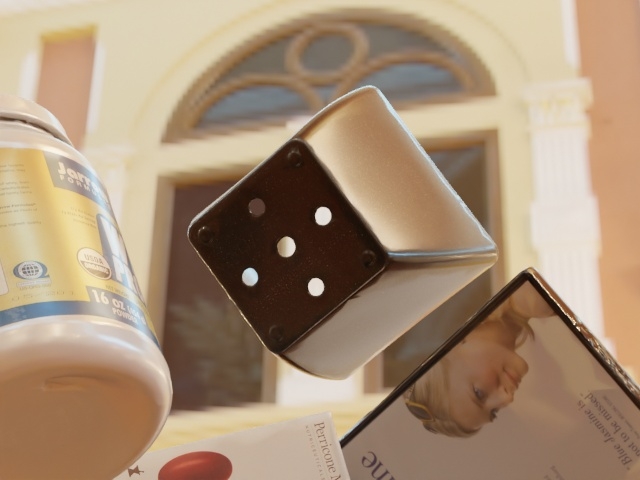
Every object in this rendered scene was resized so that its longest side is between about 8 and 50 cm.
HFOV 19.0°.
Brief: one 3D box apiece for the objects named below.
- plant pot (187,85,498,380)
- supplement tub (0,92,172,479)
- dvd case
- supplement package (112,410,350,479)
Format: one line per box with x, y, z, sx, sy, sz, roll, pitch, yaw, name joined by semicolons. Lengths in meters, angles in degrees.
0.000;0.000;1.560;0.188;0.187;0.167;-39;-10;19;plant pot
-0.173;0.030;1.045;0.144;0.199;0.144;-14;-38;-12;supplement tub
0.131;0.164;1.442;0.180;0.022;0.253;49;-61;9;dvd case
-0.069;0.255;1.371;0.203;0.194;0.149;-13;-26;-13;supplement package
